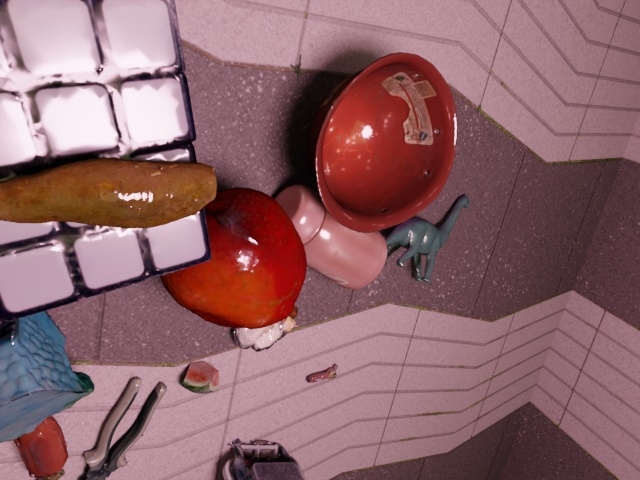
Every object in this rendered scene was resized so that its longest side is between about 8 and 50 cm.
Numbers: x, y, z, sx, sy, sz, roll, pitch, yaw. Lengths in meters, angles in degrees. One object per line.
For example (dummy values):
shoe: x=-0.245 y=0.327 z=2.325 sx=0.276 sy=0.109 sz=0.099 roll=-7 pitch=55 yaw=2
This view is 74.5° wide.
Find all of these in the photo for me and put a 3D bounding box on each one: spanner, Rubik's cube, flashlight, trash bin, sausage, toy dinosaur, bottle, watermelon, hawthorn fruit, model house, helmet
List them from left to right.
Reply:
model house: x=-0.566 y=0.209 z=0.690 sx=0.261 sy=0.241 sz=0.226 roll=-28 pitch=167 yaw=-11
Rubik's cube: x=-0.377 y=-0.130 z=0.560 sx=0.343 sy=0.344 sz=0.338 roll=-18 pitch=119 yaw=-29
sausage: x=-0.545 y=0.403 z=0.827 sx=0.076 sy=0.076 sz=0.142 roll=-18 pitch=117 yaw=-29
spanner: x=-0.456 y=0.454 z=0.933 sx=0.095 sy=0.040 sz=0.325 roll=33 pitch=86 yaw=-39
watermelon: x=-0.280 y=0.330 z=1.001 sx=0.072 sy=0.084 sz=0.092 roll=-60 pitch=172 yaw=-27
trash bin: x=-0.204 y=0.767 z=1.131 sx=0.255 sy=0.296 sz=0.368 roll=24 pitch=108 yaw=-41
hawthorn fruit: x=-0.144 y=0.047 z=0.800 sx=0.307 sy=0.265 sz=0.265 roll=43 pitch=81 yaw=-31
bottle: x=0.000 y=0.000 z=1.006 sx=0.206 sy=0.173 sz=0.296 roll=-36 pitch=134 yaw=24
flashlight: x=0.009 y=0.405 z=1.257 sx=0.110 sy=0.031 sz=0.052 roll=-4 pitch=111 yaw=-35
helmet: x=0.097 y=-0.214 z=0.941 sx=0.385 sy=0.230 sz=0.338 roll=-45 pitch=124 yaw=-11
toy dinosaur: x=0.303 y=-0.057 z=1.259 sx=0.383 sy=0.129 sz=0.331 roll=28 pitch=80 yaw=-39

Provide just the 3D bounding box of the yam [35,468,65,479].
yam: x=-0.595 y=0.517 z=0.864 sx=0.129 sy=0.027 sz=0.033 roll=-36 pitch=165 yaw=-22

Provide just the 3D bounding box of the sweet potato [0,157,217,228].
sweet potato: x=-0.222 y=-0.044 z=0.437 sx=0.243 sy=0.077 sz=0.077 roll=-11 pitch=115 yaw=-35

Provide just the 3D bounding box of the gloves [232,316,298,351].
gloves: x=-0.141 y=0.216 z=1.047 sx=0.153 sy=0.070 sz=0.115 roll=-32 pitch=132 yaw=-14
